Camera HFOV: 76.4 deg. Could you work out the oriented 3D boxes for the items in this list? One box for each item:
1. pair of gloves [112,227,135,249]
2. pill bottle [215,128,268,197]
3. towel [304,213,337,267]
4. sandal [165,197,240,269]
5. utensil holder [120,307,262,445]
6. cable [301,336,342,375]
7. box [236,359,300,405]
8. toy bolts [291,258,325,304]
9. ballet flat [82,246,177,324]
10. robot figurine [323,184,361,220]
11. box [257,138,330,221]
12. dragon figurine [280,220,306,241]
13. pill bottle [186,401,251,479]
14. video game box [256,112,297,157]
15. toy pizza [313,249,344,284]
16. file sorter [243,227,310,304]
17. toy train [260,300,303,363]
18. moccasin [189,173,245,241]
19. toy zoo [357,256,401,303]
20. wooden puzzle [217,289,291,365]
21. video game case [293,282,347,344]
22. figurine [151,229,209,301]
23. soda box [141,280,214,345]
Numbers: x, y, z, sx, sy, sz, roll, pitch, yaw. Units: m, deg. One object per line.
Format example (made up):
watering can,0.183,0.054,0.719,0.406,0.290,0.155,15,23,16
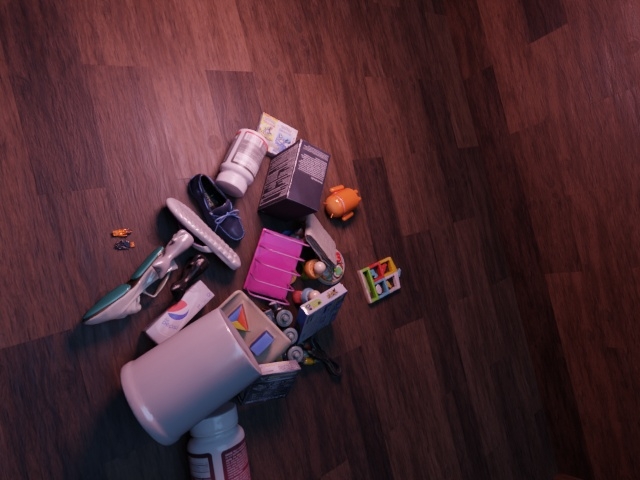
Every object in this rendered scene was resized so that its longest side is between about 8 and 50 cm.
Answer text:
pair of gloves,-0.775,-0.007,1.602,0.074,0.010,0.083,-10,91,-36
pill bottle,-0.358,-0.348,1.847,0.161,0.161,0.283,31,67,-26
towel,0.000,0.000,1.993,0.282,0.049,0.187,53,22,-37
sandal,-0.508,-0.006,1.715,0.102,0.169,0.416,-43,108,3
utensil holder,-0.455,0.474,1.476,0.385,0.327,0.327,-34,102,-12
cable,-0.002,0.576,2.012,0.287,0.072,0.139,39,40,-36
box,-0.219,0.603,1.729,0.231,0.056,0.183,5,120,-39
toy bolts,-0.077,0.201,1.944,0.218,0.158,0.228,0,82,-34
ballet flat,-0.701,0.195,1.555,0.139,0.139,0.400,50,56,-17
robot figurine,0.113,-0.201,2.159,0.219,0.128,0.158,-30,139,-34
box,-0.126,-0.267,1.908,0.183,0.296,0.294,23,71,-30
dragon figurine,-0.150,-0.003,1.973,0.289,0.144,0.085,-33,103,-14
pill bottle,-0.395,0.858,1.583,0.224,0.224,0.392,-7,86,-34
video game box,-0.225,-0.508,2.032,0.205,0.048,0.187,22,68,-29
toy pizza,0.049,0.130,2.117,0.201,0.032,0.201,6,78,-33
file sorter,-0.192,0.119,1.799,0.202,0.182,0.291,19,89,-18
toy train,-0.205,0.447,1.841,0.190,0.142,0.334,-18,95,-21
moccasin,-0.451,-0.135,1.775,0.342,0.117,0.138,51,59,-16
toy zoo,0.349,0.215,2.305,0.293,0.030,0.192,-21,94,-35
wooden puzzle,-0.340,0.435,1.698,0.322,0.080,0.348,-44,103,-9
video game case,-0.010,0.346,1.915,0.244,0.269,0.061,-25,60,-33
figurine,-0.556,0.100,1.596,0.209,0.092,0.215,-66,145,-43
soda box,-0.570,0.291,1.638,0.091,0.098,0.286,52,59,-16
